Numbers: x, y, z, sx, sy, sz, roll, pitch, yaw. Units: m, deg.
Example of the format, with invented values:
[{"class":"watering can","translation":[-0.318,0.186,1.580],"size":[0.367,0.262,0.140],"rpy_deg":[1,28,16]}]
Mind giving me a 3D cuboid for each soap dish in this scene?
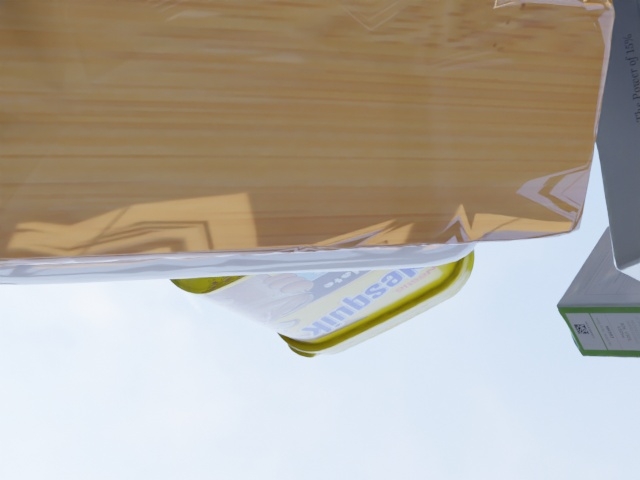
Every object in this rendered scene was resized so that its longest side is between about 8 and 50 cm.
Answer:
[{"class":"soap dish","translation":[-0.052,-0.125,0.439],"size":[0.118,0.229,0.291],"rpy_deg":[-58,-135,42]}]

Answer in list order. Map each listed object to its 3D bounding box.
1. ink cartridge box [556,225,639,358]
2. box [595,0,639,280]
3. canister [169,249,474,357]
[{"class":"ink cartridge box","translation":[0.306,0.038,1.072],"size":[0.209,0.062,0.109],"rpy_deg":[-5,-144,46]},{"class":"box","translation":[0.334,-0.110,0.730],"size":[0.345,0.168,0.215],"rpy_deg":[-25,-126,37]},{"class":"canister","translation":[0.000,0.000,0.719],"size":[0.126,0.170,0.073],"rpy_deg":[-27,-113,14]}]
